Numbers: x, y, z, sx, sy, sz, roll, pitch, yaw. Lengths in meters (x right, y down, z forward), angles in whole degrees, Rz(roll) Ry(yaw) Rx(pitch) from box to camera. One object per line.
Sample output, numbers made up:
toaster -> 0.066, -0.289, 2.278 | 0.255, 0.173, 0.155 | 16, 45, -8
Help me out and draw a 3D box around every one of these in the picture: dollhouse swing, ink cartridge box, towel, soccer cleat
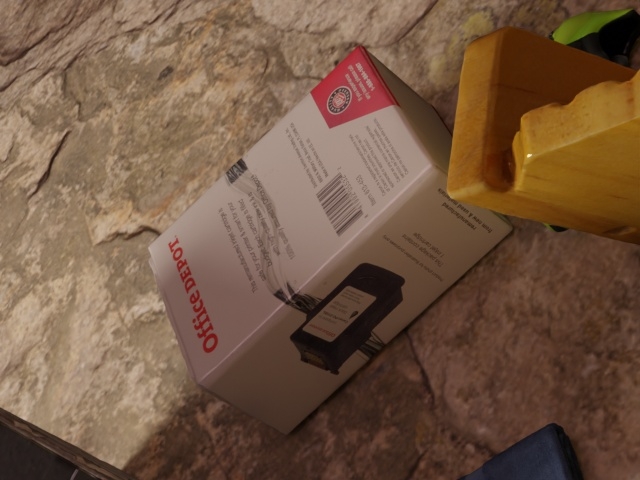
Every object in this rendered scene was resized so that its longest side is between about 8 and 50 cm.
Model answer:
dollhouse swing -> 0.272, -0.194, 1.004 | 0.347, 0.315, 0.305 | -19, 70, 38
ink cartridge box -> 0.000, 0.000, 1.287 | 0.237, 0.100, 0.172 | -43, 39, 14
towel -> 0.114, 0.169, 1.095 | 0.119, 0.029, 0.067 | -36, 41, 24
soccer cleat -> 0.183, -0.088, 1.191 | 0.072, 0.060, 0.179 | -13, 51, 40

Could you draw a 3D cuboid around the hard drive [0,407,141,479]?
hard drive -> -0.155, 0.188, 1.201 | 0.339, 0.237, 0.064 | 17, 76, 52
